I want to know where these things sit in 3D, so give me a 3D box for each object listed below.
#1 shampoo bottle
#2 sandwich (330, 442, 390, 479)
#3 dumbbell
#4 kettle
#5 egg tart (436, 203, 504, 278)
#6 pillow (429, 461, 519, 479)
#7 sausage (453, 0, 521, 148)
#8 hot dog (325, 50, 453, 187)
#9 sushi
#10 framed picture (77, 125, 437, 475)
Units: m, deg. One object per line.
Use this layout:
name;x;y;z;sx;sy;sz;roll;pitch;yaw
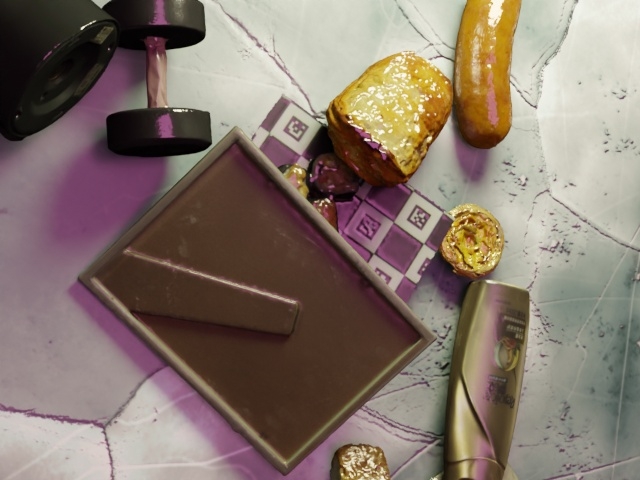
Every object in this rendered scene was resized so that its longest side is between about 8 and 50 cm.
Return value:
shampoo bottle;0.269;0.244;1.675;0.126;0.084;0.350;16;77;-23
sandwich;0.072;0.500;1.591;0.100;0.288;0.254;-5;134;-15
dumbbell;-0.238;-0.236;1.478;0.152;0.152;0.218;-3;89;-21
kettle;-0.459;-0.293;1.368;0.308;0.262;0.203;42;40;3
egg tart;0.248;0.002;1.713;0.129;0.049;0.128;3;82;-20
pillow;0.233;0.442;1.692;0.230;0.050;0.148;-30;90;-20
sausage;0.277;-0.289;1.708;0.109;0.109;0.270;5;86;-21
hot dog;0.110;-0.190;1.626;0.175;0.114;0.259;44;48;-3
sushi;0.000;0.000;1.585;0.359;0.064;0.343;36;76;-9
framed picture;-0.089;0.099;1.530;0.326;0.028;0.446;-42;101;3
